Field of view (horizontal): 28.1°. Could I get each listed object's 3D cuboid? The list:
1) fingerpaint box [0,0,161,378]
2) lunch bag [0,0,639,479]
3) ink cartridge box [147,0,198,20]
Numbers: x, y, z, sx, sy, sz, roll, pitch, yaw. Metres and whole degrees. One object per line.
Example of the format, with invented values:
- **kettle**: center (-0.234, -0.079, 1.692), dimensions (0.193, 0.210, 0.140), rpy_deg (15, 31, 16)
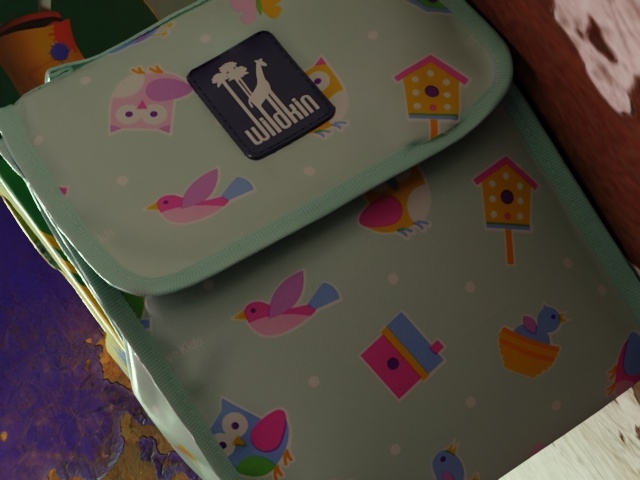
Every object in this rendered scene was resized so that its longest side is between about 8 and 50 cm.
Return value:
- **fingerpaint box**: center (-0.146, -0.008, 1.057), dimensions (0.371, 0.163, 0.445), rpy_deg (54, 170, 1)
- **lunch bag**: center (0.000, 0.000, 0.610), dimensions (0.262, 0.223, 0.160), rpy_deg (61, 169, -7)
- **ink cartridge box**: center (-0.169, -0.273, 1.153), dimensions (0.283, 0.117, 0.207), rpy_deg (55, 173, 32)
